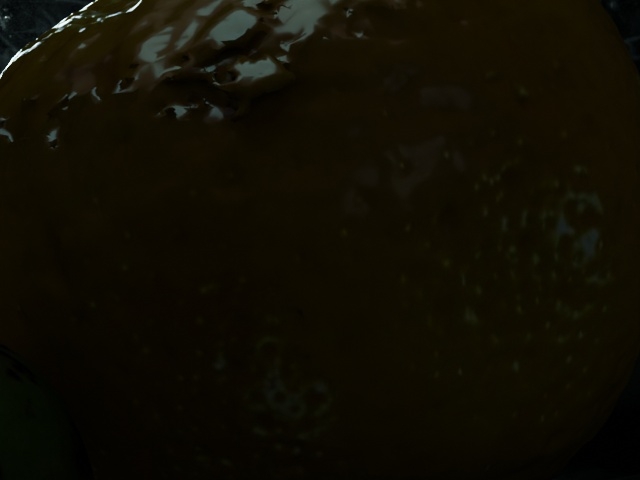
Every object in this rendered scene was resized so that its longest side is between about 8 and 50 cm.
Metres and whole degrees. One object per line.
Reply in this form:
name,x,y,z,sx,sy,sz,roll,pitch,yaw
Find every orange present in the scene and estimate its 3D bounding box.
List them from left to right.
orange,0.000,0.000,0.689,0.340,0.293,0.340,-21,16,6

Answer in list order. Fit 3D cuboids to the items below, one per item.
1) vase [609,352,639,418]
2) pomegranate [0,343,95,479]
vase,0.143,0.060,0.970,0.251,0.156,0.300,6,-18,-39
pomegranate,-0.175,0.081,0.519,0.179,0.211,0.179,-17,-24,-8
